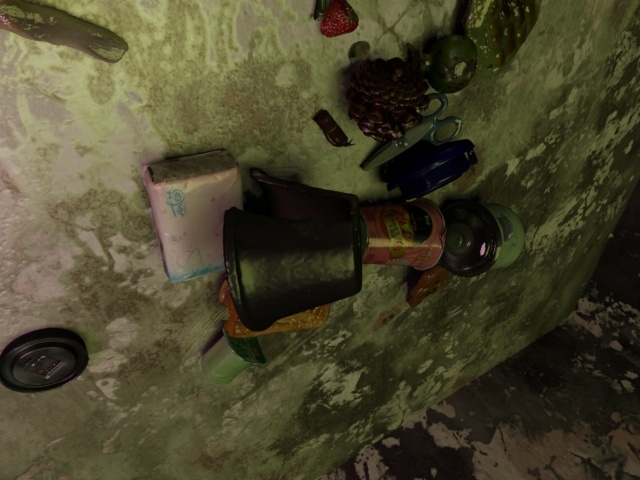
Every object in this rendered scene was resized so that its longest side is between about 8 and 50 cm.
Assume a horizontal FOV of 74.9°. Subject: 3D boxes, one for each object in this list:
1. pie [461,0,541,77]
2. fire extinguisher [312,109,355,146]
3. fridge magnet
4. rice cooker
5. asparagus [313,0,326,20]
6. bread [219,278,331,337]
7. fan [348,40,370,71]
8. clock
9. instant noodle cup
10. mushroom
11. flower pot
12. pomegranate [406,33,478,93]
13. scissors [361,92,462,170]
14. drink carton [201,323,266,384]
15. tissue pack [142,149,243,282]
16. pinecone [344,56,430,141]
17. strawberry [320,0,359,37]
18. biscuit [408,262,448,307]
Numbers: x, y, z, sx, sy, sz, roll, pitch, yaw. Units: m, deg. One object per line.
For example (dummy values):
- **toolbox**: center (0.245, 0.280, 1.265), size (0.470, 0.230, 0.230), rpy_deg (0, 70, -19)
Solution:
- **pie**: center (0.483, -0.594, 1.099), size (0.307, 0.071, 0.306), rpy_deg (-22, 131, -29)
- **fire extinguisher**: center (0.036, -0.274, 1.062), size (0.056, 0.039, 0.132), rpy_deg (-20, 144, 25)
- **fridge magnet**: center (0.313, -0.199, 1.189), size (0.266, 0.265, 0.112), rpy_deg (-28, 91, -15)
- **rice cooker**: center (0.552, -0.010, 1.483), size (0.317, 0.264, 0.316), rpy_deg (-11, 172, -2)
- **asparagus**: center (0.006, -0.512, 0.862), size (0.021, 0.025, 0.108), rpy_deg (-54, 160, -60)
- **bread**: center (-0.123, 0.166, 1.218), size (0.344, 0.149, 0.195), rpy_deg (3, 109, -36)
- **fan**: center (0.087, -0.436, 0.997), size (0.060, 0.003, 0.080), rpy_deg (4, 120, -37)
- **clock**: center (-0.663, 0.289, 1.005), size (0.185, 0.040, 0.184), rpy_deg (-20, 133, -23)
- **instant noodle cup**: center (0.209, -0.016, 1.274), size (0.255, 0.244, 0.243), rpy_deg (-2, 124, -25)
- **mushroom**: center (-0.421, -0.344, 0.680), size (0.202, 0.054, 0.059), rpy_deg (2, 127, -43)
- **flower pot**: center (-0.034, 0.022, 0.953), size (0.251, 0.379, 0.379), rpy_deg (-3, 133, 9)
- **pomegranate**: center (0.314, -0.445, 1.059), size (0.169, 0.148, 0.148), rpy_deg (-18, 132, -15)
- **scissors**: center (0.232, -0.273, 1.134), size (0.289, 0.041, 0.138), rpy_deg (-32, 99, 23)
- **drink carton**: center (-0.276, 0.350, 1.266), size (0.142, 0.146, 0.144), rpy_deg (-43, 137, 13)
- **tissue pack**: center (-0.276, -0.052, 0.956), size (0.202, 0.124, 0.271), rpy_deg (-19, 131, -28)
- **pinecone**: center (0.158, -0.327, 1.004), size (0.208, 0.207, 0.207), rpy_deg (-19, 132, -23)
- **strawberry**: center (0.038, -0.474, 0.898), size (0.083, 0.073, 0.073), rpy_deg (-21, 147, 33)
- **biscuit**: center (0.427, 0.176, 1.628), size (0.186, 0.044, 0.295), rpy_deg (-37, 156, -8)
